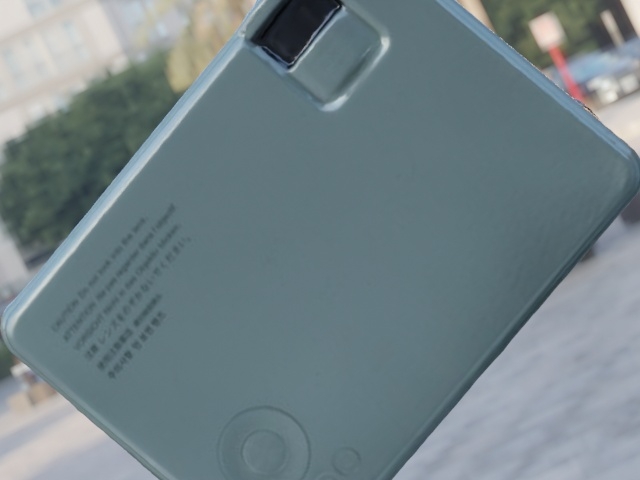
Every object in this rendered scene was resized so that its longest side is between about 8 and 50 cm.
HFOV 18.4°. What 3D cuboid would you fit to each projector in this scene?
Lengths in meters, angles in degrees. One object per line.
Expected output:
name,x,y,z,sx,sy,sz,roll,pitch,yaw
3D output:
projector,0.000,0.000,0.934,0.256,0.192,0.099,-50,1,7
